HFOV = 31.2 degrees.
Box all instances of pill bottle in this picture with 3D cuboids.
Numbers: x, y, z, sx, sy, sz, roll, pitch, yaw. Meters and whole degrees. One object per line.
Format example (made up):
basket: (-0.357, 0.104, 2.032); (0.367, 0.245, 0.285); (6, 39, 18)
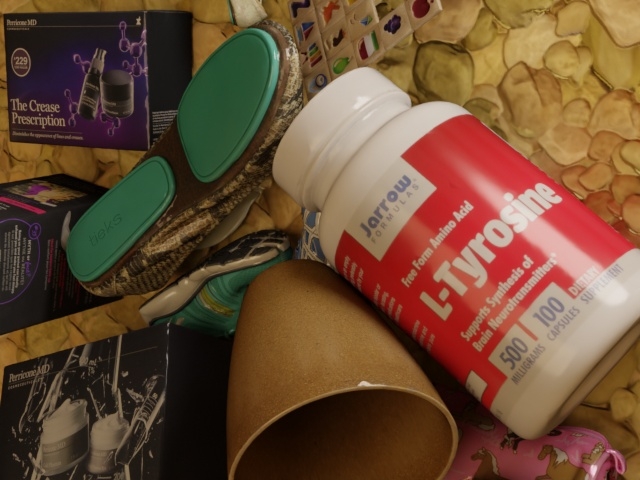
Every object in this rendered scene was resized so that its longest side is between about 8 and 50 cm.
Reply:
pill bottle: (0.149, 0.000, 1.237); (0.408, 0.229, 0.229); (42, 118, 19)

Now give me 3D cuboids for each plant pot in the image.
plant pot: (-0.006, 0.146, 1.238); (0.237, 0.237, 0.254); (-54, 36, 28)

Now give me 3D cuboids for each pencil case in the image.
pencil case: (0.152, 0.250, 1.327); (0.386, 0.160, 0.167); (18, 126, 29)

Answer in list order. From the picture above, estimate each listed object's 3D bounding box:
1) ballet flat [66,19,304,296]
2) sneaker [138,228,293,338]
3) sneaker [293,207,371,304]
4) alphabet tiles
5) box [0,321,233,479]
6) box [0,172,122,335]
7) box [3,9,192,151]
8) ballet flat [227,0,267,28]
ballet flat: (-0.134, -0.088, 1.435); (0.483, 0.182, 0.164); (-44, 55, 34)
sneaker: (-0.123, 0.070, 1.519); (0.275, 0.107, 0.110); (-33, 94, 40)
sneaker: (0.000, 0.000, 1.423); (0.081, 0.080, 0.211); (-8, 93, 30)
alphabet tiles: (0.037, -0.300, 1.325); (0.198, 0.009, 0.237); (-33, 54, 33)
box: (-0.264, 0.303, 1.512); (0.343, 0.179, 0.312); (-17, 61, 36)
box: (-0.405, 0.015, 1.570); (0.143, 0.270, 0.165); (18, 108, 29)
box: (-0.304, -0.221, 1.568); (0.261, 0.103, 0.184); (6, 99, 32)
ballet flat: (-0.106, -0.353, 1.452); (0.052, 0.057, 0.168); (-15, 94, 6)
